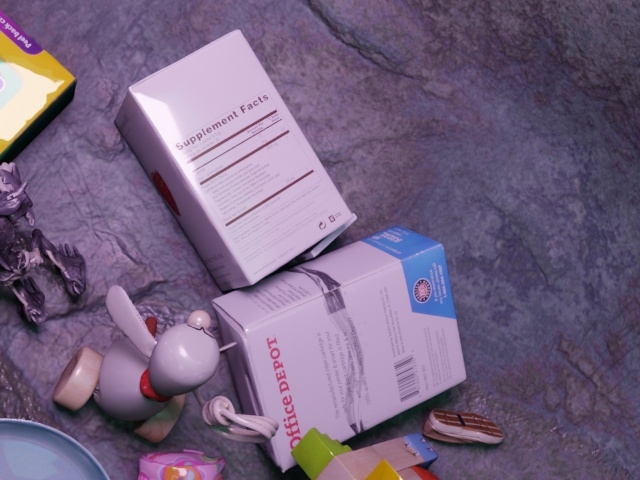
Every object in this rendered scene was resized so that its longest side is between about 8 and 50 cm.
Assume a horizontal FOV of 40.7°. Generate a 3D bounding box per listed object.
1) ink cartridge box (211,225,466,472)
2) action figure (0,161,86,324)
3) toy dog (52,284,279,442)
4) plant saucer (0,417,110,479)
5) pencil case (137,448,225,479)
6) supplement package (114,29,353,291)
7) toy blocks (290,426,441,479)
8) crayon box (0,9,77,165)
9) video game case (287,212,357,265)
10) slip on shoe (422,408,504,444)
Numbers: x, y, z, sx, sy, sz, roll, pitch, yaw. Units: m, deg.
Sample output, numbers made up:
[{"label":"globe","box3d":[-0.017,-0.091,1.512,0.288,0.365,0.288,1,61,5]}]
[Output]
[{"label":"ink cartridge box","box3d":[0.030,0.141,1.203,0.307,0.129,0.223,-22,114,-21]},{"label":"action figure","box3d":[-0.397,-0.001,1.039,0.164,0.276,0.141,-43,63,-10]},{"label":"toy dog","box3d":[-0.199,0.142,1.084,0.220,0.333,0.161,41,52,-37]},{"label":"plant saucer","box3d":[-0.413,0.385,1.095,0.317,0.043,0.318,2,83,-19]},{"label":"pencil case","box3d":[-0.193,0.423,1.134,0.124,0.124,0.284,5,83,-19]},{"label":"supplement package","box3d":[-0.125,-0.100,1.183,0.175,0.177,0.293,-33,95,-20]},{"label":"toy blocks","box3d":[0.149,0.403,1.131,0.381,0.261,0.191,46,110,26]},{"label":"crayon box","box3d":[-0.552,-0.206,1.081,0.363,0.106,0.313,42,73,-10]},{"label":"video game case","box3d":[0.000,0.000,1.245,0.087,0.122,0.011,-42,96,-19]},{"label":"slip on shoe","box3d":[0.220,0.296,1.336,0.135,0.051,0.041,14,119,-26]}]
